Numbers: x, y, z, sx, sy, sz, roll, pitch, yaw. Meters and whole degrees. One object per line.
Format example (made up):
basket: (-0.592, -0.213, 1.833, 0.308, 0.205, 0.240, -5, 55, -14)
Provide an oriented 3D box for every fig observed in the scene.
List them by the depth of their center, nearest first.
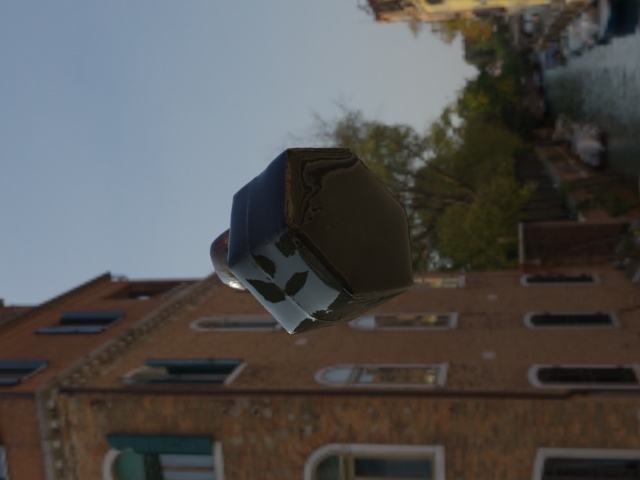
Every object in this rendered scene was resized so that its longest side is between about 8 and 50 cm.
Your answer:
fig: (-0.075, 0.011, 1.280, 0.103, 0.155, 0.109, 64, -164, -16)

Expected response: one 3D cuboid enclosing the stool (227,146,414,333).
stool: (0.000, 0.000, 1.158, 0.232, 0.141, 0.232, 27, -135, -30)
